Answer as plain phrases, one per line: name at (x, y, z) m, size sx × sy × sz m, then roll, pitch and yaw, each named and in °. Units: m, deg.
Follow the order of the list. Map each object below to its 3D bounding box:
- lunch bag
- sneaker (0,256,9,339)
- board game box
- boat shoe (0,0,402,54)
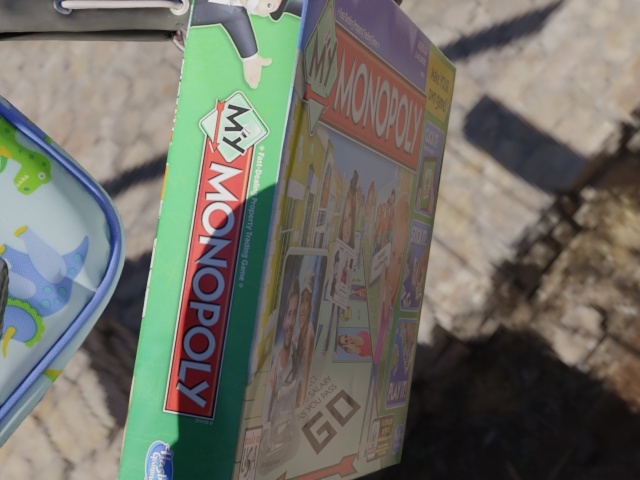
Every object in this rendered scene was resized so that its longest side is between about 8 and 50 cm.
lunch bag at (-0.192, 0.030, 0.641) m, size 0.219 × 0.176 × 0.090 m, roll -52°, pitch 13°, yaw -8°
sneaker at (-0.164, 0.110, 0.460) m, size 0.094 × 0.091 × 0.258 m, roll 119°, pitch 171°, yaw -70°
board game box at (0.000, 0.000, 0.723) m, size 0.046 × 0.317 × 0.214 m, roll 9°, pitch 89°, yaw 14°
boat shoe at (-0.119, -0.130, 0.929) m, size 0.112 × 0.335 × 0.096 m, roll -178°, pitch 93°, yaw -82°
